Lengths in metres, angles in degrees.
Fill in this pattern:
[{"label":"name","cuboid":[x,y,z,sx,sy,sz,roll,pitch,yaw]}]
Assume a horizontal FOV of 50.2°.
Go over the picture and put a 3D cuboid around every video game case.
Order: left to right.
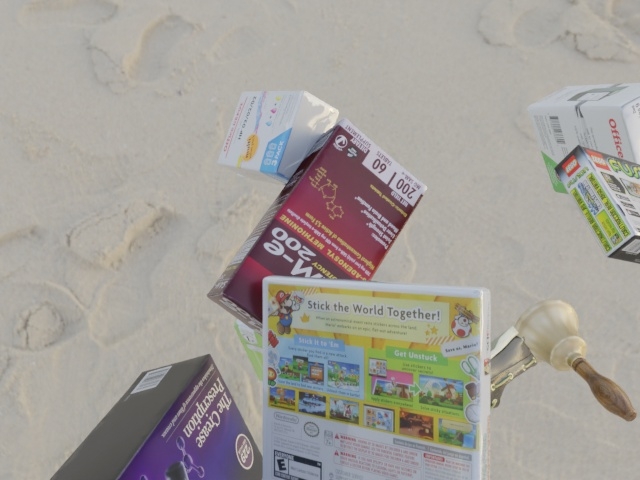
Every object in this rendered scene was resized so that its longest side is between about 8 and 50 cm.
[{"label":"video game case","cuboid":[0.039,0.138,0.600,0.026,0.227,0.206,-1,92,-52]}]

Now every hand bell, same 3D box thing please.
[{"label":"hand bell","cuboid":[0.418,0.205,1.088,0.126,0.126,0.242,-2,24,-12]}]

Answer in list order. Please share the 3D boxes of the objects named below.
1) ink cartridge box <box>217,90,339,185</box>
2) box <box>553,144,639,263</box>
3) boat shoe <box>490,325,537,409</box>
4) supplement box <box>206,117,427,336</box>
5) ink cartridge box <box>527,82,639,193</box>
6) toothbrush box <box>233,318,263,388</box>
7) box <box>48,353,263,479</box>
[{"label":"ink cartridge box","cuboid":[-0.067,-0.130,0.867,0.061,0.181,0.104,22,86,-37]},{"label":"box","cuboid":[0.337,-0.024,0.683,0.207,0.036,0.114,10,47,-31]},{"label":"boat shoe","cuboid":[0.228,0.203,0.956,0.227,0.081,0.069,-32,76,-36]},{"label":"supplement box","cuboid":[0.000,0.000,0.751,0.130,0.073,0.239,37,72,-13]},{"label":"ink cartridge box","cuboid":[0.575,-0.197,1.377,0.121,0.289,0.211,-28,108,-11]},{"label":"toothbrush box","cuboid":[-0.026,0.218,1.335,0.206,0.283,0.122,14,54,21]},{"label":"box","cuboid":[-0.157,0.263,0.686,0.103,0.184,0.261,-17,15,18]}]
